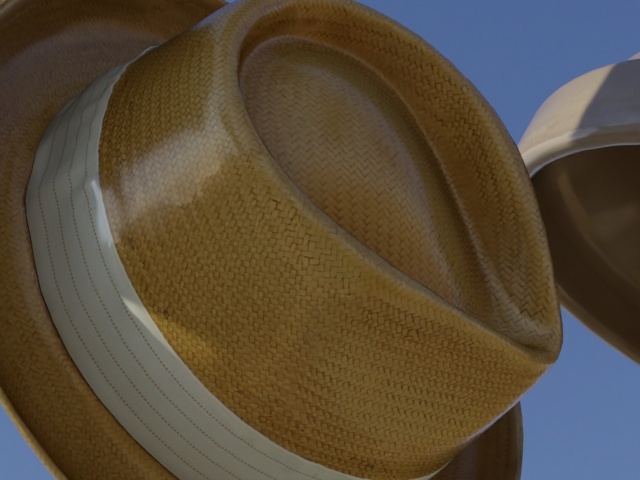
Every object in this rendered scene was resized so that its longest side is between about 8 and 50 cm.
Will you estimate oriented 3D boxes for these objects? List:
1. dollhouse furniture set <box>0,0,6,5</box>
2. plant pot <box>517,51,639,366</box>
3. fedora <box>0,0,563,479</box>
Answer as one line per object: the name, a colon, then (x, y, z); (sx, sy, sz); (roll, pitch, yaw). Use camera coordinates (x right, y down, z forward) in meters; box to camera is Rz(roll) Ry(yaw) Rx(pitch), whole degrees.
dollhouse furniture set: (-0.168, -0.208, 0.481); (0.286, 0.303, 0.198); (-38, -20, -14)
plant pot: (0.188, -0.012, 0.541); (0.237, 0.110, 0.237); (26, -17, 9)
fedora: (0.000, 0.000, 0.409); (0.194, 0.194, 0.079); (22, -40, -33)
